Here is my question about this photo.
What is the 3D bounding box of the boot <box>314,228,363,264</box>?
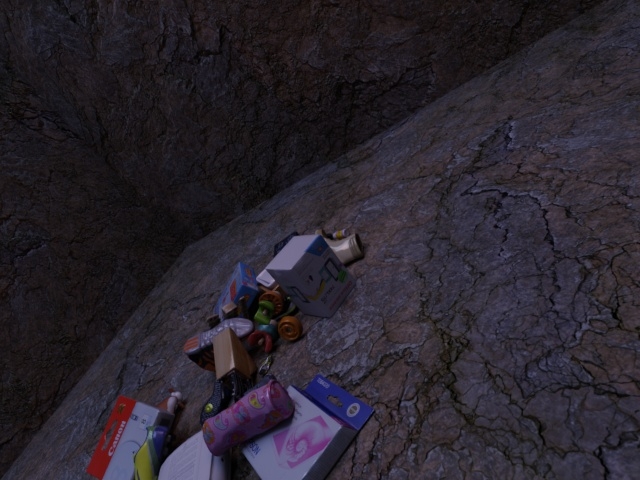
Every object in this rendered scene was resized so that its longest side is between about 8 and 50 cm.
[{"bbox_3d":[0.084,0.013,1.963,0.203,0.095,0.262,-31,43,17],"label":"boot"}]

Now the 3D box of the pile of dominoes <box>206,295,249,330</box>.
[{"bbox_3d":[-0.396,0.370,1.910,0.195,0.251,0.040,-34,56,-27],"label":"pile of dominoes"}]

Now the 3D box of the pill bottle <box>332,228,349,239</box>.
[{"bbox_3d":[0.101,-0.029,2.156,0.083,0.043,0.043,-16,31,45],"label":"pill bottle"}]

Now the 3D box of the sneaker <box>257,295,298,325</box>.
[{"bbox_3d":[-0.202,0.300,1.904,0.234,0.097,0.084,-27,24,26],"label":"sneaker"}]

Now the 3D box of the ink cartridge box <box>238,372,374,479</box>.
[{"bbox_3d":[-0.053,0.540,1.230,0.330,0.071,0.324,-48,23,-20],"label":"ink cartridge box"}]

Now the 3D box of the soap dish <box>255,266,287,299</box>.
[{"bbox_3d":[-0.164,0.154,2.109,0.291,0.118,0.229,-45,22,-15],"label":"soap dish"}]

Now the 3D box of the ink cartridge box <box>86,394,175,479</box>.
[{"bbox_3d":[-0.751,0.764,1.620,0.384,0.091,0.308,0,61,35],"label":"ink cartridge box"}]

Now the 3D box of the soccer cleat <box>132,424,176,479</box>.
[{"bbox_3d":[-0.587,0.777,1.449,0.121,0.093,0.289,10,67,8],"label":"soccer cleat"}]

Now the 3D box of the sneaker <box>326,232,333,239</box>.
[{"bbox_3d":[0.001,0.002,2.209,0.170,0.051,0.089,-23,6,32],"label":"sneaker"}]

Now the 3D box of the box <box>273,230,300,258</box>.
[{"bbox_3d":[-0.170,0.050,2.362,0.158,0.093,0.156,-33,22,11],"label":"box"}]

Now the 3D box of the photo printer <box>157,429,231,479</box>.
[{"bbox_3d":[-0.393,0.735,1.326,0.256,0.107,0.307,-38,21,4],"label":"photo printer"}]

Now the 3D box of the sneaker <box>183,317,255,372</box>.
[{"bbox_3d":[-0.402,0.450,1.833,0.320,0.180,0.125,-20,35,10],"label":"sneaker"}]

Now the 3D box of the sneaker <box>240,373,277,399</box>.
[{"bbox_3d":[-0.202,0.510,1.409,0.098,0.083,0.224,-20,-22,-33],"label":"sneaker"}]

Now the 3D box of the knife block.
[{"bbox_3d":[-0.337,0.474,1.595,0.088,0.276,0.242,-35,-8,6],"label":"knife block"}]

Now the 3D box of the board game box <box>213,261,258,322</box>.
[{"bbox_3d":[-0.427,0.300,2.131,0.302,0.086,0.308,-60,20,9],"label":"board game box"}]

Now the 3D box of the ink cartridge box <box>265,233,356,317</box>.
[{"bbox_3d":[-0.036,0.142,1.722,0.197,0.270,0.198,-4,40,53],"label":"ink cartridge box"}]

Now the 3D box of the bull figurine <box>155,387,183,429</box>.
[{"bbox_3d":[-0.658,0.746,1.738,0.188,0.101,0.310,-38,20,9],"label":"bull figurine"}]

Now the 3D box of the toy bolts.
[{"bbox_3d":[-0.174,0.336,1.757,0.229,0.218,0.158,-65,-5,25],"label":"toy bolts"}]

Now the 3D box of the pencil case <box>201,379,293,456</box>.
[{"bbox_3d":[-0.219,0.527,1.278,0.284,0.124,0.124,-35,21,17],"label":"pencil case"}]

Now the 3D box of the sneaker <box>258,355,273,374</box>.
[{"bbox_3d":[-0.213,0.484,1.656,0.035,0.031,0.083,-35,13,48],"label":"sneaker"}]

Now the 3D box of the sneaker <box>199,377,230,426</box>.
[{"bbox_3d":[-0.387,0.611,1.644,0.069,0.082,0.210,7,62,25],"label":"sneaker"}]
